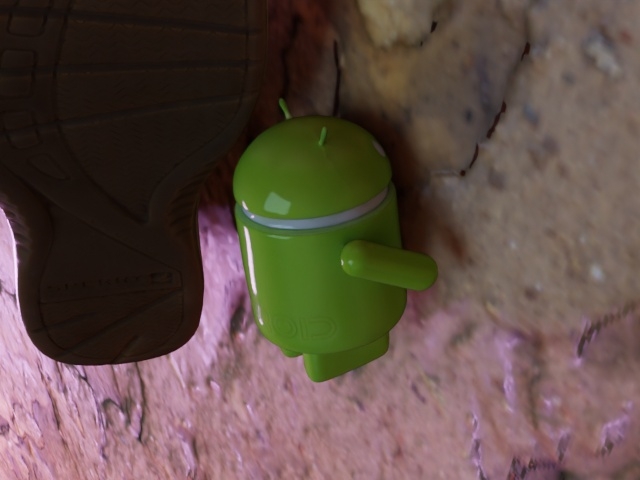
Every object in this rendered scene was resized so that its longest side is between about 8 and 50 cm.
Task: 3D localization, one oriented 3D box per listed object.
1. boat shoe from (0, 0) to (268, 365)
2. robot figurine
[{"bbox_3d":[-0.100,-0.068,0.515,0.341,0.121,0.110,109,156,-53],"label":"boat shoe"},{"bbox_3d":[0.000,0.000,0.473,0.101,0.067,0.115,38,142,55],"label":"robot figurine"}]
